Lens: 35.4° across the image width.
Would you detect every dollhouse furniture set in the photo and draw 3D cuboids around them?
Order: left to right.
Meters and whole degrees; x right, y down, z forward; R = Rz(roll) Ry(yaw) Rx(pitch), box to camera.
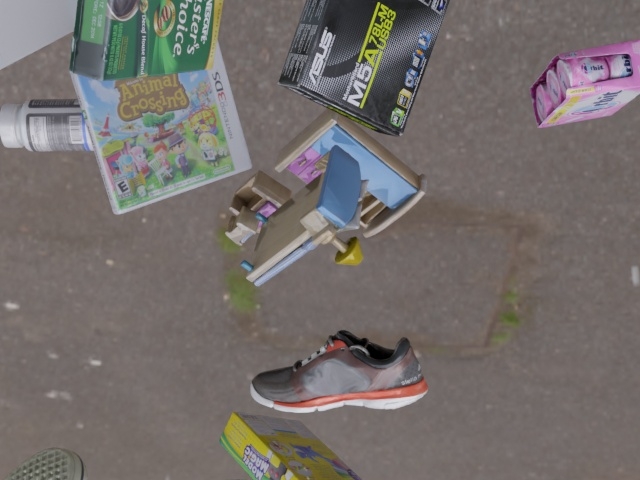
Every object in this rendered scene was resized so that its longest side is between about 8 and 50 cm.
[{"bbox_3d":[0.000,0.000,1.500,0.198,0.303,0.286,37,127,-20],"label":"dollhouse furniture set"}]

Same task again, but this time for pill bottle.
[{"bbox_3d":[-0.399,-0.171,1.486,0.137,0.078,0.078,0,150,0],"label":"pill bottle"}]

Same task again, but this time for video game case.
[{"bbox_3d":[-0.203,-0.157,1.315,0.212,0.193,0.023,-23,-166,-33],"label":"video game case"}]

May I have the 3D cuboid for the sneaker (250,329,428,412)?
[{"bbox_3d":[0.012,0.105,0.847,0.158,0.064,0.061,-6,-168,21],"label":"sneaker"}]

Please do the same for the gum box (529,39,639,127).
[{"bbox_3d":[0.352,-0.204,1.321,0.107,0.062,0.188,-10,175,-1],"label":"gum box"}]

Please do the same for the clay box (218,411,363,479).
[{"bbox_3d":[-0.017,0.300,1.265,0.127,0.053,0.222,18,-166,-43],"label":"clay box"}]

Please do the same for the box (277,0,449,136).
[{"bbox_3d":[0.055,-0.238,1.172,0.045,0.190,0.184,20,180,44],"label":"box"}]

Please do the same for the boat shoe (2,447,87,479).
[{"bbox_3d":[-0.485,0.566,1.581,0.187,0.499,0.156,17,172,40],"label":"boat shoe"}]

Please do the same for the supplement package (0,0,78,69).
[{"bbox_3d":[-0.490,-0.335,1.367,0.198,0.263,0.199,5,125,45],"label":"supplement package"}]

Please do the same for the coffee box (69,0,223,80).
[{"bbox_3d":[-0.151,-0.208,0.916,0.041,0.113,0.184,18,-162,21],"label":"coffee box"}]
